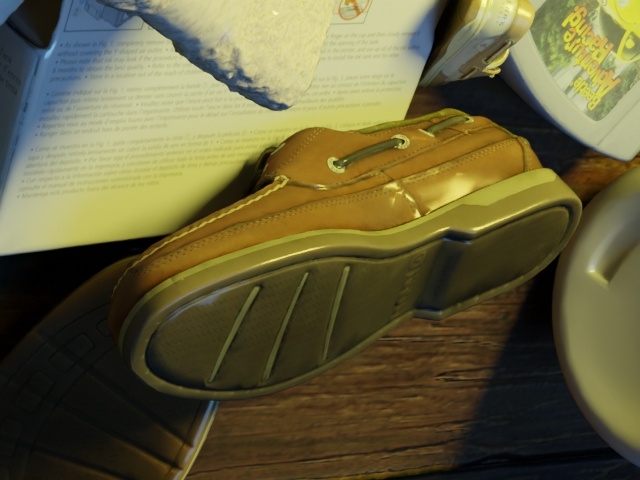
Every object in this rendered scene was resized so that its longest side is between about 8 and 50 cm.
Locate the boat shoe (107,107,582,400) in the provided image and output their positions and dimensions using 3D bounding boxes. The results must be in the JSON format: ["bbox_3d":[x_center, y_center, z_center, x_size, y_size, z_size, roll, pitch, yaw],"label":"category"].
[{"bbox_3d":[0.000,0.000,1.075,0.307,0.104,0.111,-13,142,-40],"label":"boat shoe"}]

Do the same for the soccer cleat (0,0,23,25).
[{"bbox_3d":[-0.209,-0.102,0.875,0.331,0.116,0.143,-41,166,-10],"label":"soccer cleat"}]

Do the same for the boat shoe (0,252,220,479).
[{"bbox_3d":[-0.155,0.142,1.158,0.341,0.121,0.110,-56,-179,18],"label":"boat shoe"}]

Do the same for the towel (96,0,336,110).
[{"bbox_3d":[-0.026,-0.214,0.875,0.187,0.049,0.282,30,70,-56],"label":"towel"}]

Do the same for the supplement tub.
[{"bbox_3d":[0.349,0.046,1.462,0.316,0.228,0.228,-5,128,-43],"label":"supplement tub"}]

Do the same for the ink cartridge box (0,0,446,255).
[{"bbox_3d":[-0.050,-0.114,1.046,0.275,0.060,0.239,-7,128,-42],"label":"ink cartridge box"}]

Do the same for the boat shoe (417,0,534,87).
[{"bbox_3d":[0.088,-0.114,1.144,0.135,0.045,0.050,143,-36,-77],"label":"boat shoe"}]

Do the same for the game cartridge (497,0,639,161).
[{"bbox_3d":[0.188,-0.169,1.244,0.196,0.060,0.294,-44,145,3],"label":"game cartridge"}]
